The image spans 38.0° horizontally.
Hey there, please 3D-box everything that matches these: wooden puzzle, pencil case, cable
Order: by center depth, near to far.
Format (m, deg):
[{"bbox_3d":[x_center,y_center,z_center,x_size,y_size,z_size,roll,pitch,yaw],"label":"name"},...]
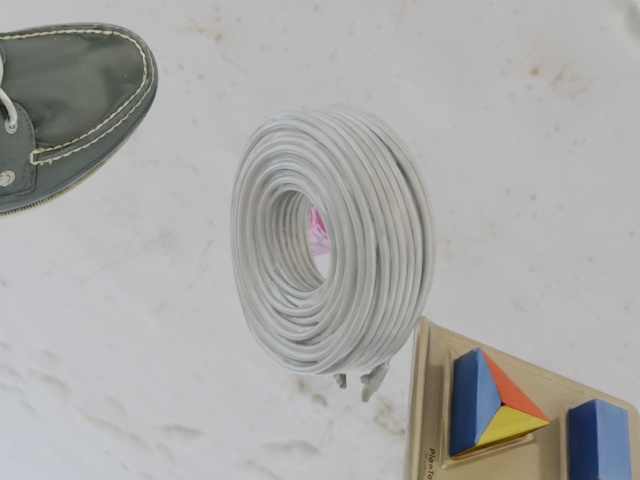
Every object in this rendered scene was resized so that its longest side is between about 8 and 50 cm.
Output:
[{"bbox_3d":[0.000,0.000,0.880,0.257,0.089,0.257,56,137,31],"label":"cable"},{"bbox_3d":[0.231,0.263,0.940,0.348,0.322,0.080,26,142,-23],"label":"wooden puzzle"},{"bbox_3d":[0.007,-0.035,1.218,0.095,0.098,0.209,44,165,-11],"label":"pencil case"}]

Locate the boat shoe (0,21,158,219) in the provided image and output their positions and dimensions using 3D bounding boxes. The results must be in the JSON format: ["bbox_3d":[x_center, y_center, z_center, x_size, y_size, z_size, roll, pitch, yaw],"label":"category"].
[{"bbox_3d":[-0.224,-0.067,0.565,0.099,0.319,0.116,-21,95,57],"label":"boat shoe"}]
